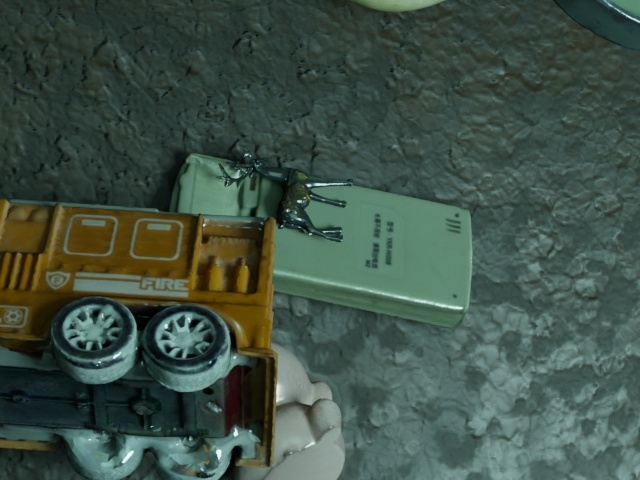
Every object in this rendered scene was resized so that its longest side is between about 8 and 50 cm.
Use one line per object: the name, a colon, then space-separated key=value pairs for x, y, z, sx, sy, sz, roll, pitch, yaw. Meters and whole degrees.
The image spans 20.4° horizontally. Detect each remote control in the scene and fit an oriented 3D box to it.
remote control: x=0.000 y=0.000 z=1.627 sx=0.285 sy=0.038 sz=0.123 roll=10 pitch=57 yaw=-11

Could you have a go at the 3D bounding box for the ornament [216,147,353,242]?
ornament: x=-0.035 y=-0.042 z=1.603 sx=0.125 sy=0.028 sz=0.073 roll=19 pitch=55 yaw=-7

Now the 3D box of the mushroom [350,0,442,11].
mushroom: x=0.067 y=-0.331 z=1.617 sx=0.246 sy=0.202 sz=0.246 roll=-1 pitch=92 yaw=-20

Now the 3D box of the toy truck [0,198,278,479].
toy truck: x=-0.224 y=0.068 z=1.468 sx=0.388 sy=0.173 sz=0.207 roll=4 pitch=49 yaw=1

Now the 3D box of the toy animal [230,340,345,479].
toy animal: x=-0.058 y=0.133 z=1.588 sx=0.124 sy=0.124 sz=0.212 roll=-21 pitch=56 yaw=-15

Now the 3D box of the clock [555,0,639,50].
clock: x=0.345 y=-0.345 z=1.755 sx=0.319 sy=0.066 sz=0.318 roll=2 pitch=83 yaw=-13
